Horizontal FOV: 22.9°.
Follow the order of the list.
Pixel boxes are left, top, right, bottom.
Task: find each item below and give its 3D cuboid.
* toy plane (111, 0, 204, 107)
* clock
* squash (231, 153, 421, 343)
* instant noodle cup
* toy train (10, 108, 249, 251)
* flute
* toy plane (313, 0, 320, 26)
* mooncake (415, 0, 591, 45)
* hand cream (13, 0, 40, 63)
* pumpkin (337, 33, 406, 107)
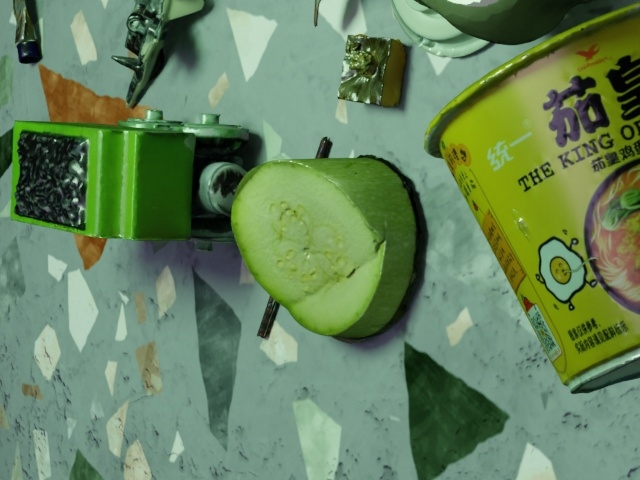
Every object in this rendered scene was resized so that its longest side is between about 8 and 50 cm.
[{"bbox_3d":[-0.237,-0.277,2.138,0.262,0.088,0.192,-52,23,39],"label":"toy plane"},{"bbox_3d":[0.138,-0.317,1.702,0.236,0.053,0.236,-5,83,50],"label":"clock"},{"bbox_3d":[0.010,0.010,1.787,0.220,0.133,0.220,3,94,47],"label":"squash"},{"bbox_3d":[0.278,-0.030,1.323,0.326,0.326,0.254,-32,73,45],"label":"instant noodle cup"},{"bbox_3d":[-0.236,-0.080,1.996,0.307,0.249,0.173,10,98,51],"label":"toy train"},{"bbox_3d":[-0.033,-0.001,1.921,0.014,0.014,0.269,38,117,46],"label":"flute"},{"bbox_3d":[-0.007,-0.424,1.848,0.223,0.104,0.326,110,152,-66],"label":"toy plane"},{"bbox_3d":[0.184,-0.326,1.545,0.275,0.135,0.274,-6,79,32],"label":"mooncake"},{"bbox_3d":[-0.461,-0.355,2.464,0.062,0.039,0.163,140,126,-61],"label":"hand cream"},{"bbox_3d":[0.057,-0.194,1.792,0.074,0.054,0.083,11,91,47],"label":"pumpkin"}]
